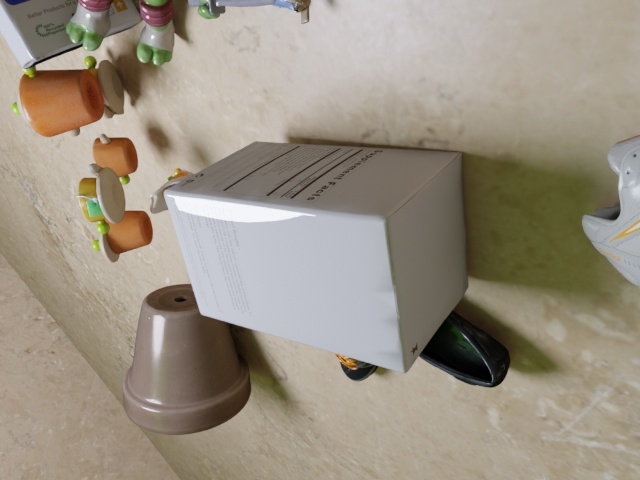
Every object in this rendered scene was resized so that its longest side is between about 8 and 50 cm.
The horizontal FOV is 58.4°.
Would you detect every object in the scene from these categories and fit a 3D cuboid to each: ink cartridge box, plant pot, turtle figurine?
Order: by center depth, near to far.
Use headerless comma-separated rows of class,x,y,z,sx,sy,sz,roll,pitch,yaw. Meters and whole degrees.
turtle figurine,-0.222,-0.286,0.651,0.275,0.197,0.266,61,153,8
ink cartridge box,-0.402,-0.431,0.741,0.069,0.175,0.371,2,122,47
plant pot,-0.273,0.218,1.161,0.263,0.263,0.230,16,113,38

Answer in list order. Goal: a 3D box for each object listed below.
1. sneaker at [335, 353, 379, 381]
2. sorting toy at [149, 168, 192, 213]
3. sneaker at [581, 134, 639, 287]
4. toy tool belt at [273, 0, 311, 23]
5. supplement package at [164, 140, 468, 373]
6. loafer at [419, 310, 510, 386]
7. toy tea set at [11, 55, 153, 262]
sneaker,0.046,0.147,0.859,0.084,0.083,0.215,25,139,28
sorting toy,-0.264,-0.080,0.993,0.045,0.075,0.083,39,142,15
sneaker,0.281,-0.061,0.415,0.121,0.099,0.263,45,140,26
toy tool belt,-0.043,-0.265,0.613,0.083,0.052,0.051,27,130,29
supplement package,0.000,0.000,0.663,0.292,0.175,0.178,10,123,34
loafer,0.132,0.107,0.720,0.223,0.078,0.076,32,105,21
toy tea set,-0.373,-0.121,0.903,0.124,0.200,0.336,-9,100,3
